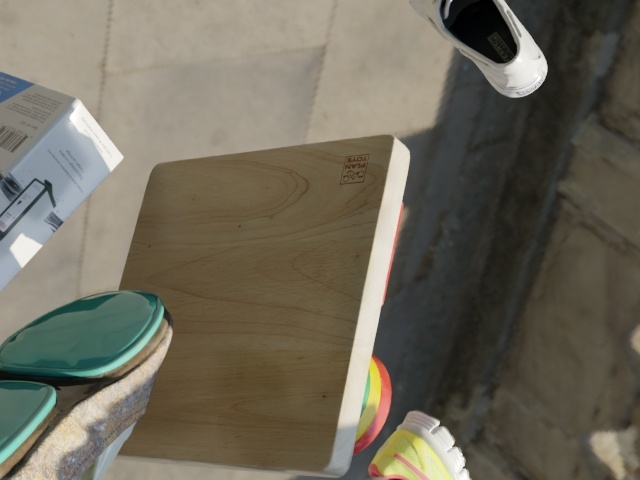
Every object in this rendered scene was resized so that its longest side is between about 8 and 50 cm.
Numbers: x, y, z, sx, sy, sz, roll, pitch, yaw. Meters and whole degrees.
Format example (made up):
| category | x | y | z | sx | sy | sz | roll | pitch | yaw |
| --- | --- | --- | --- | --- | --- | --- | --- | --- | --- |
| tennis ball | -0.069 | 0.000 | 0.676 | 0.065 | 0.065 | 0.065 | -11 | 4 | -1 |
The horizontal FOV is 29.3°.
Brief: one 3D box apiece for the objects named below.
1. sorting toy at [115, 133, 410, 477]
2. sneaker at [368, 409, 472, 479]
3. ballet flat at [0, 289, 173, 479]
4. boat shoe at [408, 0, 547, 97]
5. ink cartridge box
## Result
| category | x | y | z | sx | sy | sz | roll | pitch | yaw |
| --- | --- | --- | --- | --- | --- | --- | --- | --- | --- |
| sorting toy | -0.045 | 0.061 | 0.970 | 0.089 | 0.257 | 0.256 | 34 | 61 | -46 |
| sneaker | 0.116 | 0.276 | 1.201 | 0.094 | 0.208 | 0.081 | -35 | -176 | -27 |
| ballet flat | -0.181 | 0.125 | 0.785 | 0.316 | 0.107 | 0.106 | -44 | 138 | -67 |
| boat shoe | 0.169 | -0.276 | 1.421 | 0.095 | 0.258 | 0.084 | -44 | 149 | 6 |
| ink cartridge box | -0.307 | -0.047 | 1.122 | 0.203 | 0.148 | 0.086 | -50 | 135 | -18 |
